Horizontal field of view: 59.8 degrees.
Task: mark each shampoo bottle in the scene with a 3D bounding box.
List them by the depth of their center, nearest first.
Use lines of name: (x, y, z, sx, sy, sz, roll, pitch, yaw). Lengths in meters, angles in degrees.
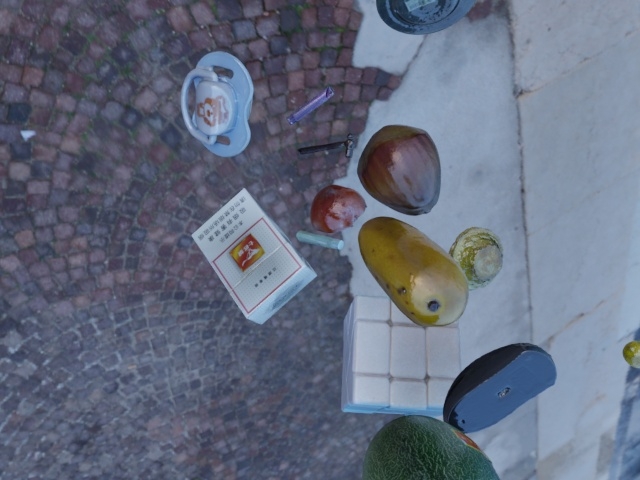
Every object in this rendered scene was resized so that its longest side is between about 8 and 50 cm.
shampoo bottle: (0.000, 0.000, 2.024, 0.069, 0.191, 0.041, 30, 77, -49)

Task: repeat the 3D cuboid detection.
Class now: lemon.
lemon: (0.734, 0.264, 1.282, 0.083, 0.062, 0.062, 32, 106, -25)

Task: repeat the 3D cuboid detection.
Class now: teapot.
teapot: (0.242, -0.678, 1.306, 0.240, 0.239, 0.321, -4, 158, 4)

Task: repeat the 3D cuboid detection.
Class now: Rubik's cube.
Rubik's cube: (0.235, 0.361, 1.699, 0.316, 0.318, 0.321, 5, 158, -4)

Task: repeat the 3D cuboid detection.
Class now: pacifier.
pacifier: (-0.253, -0.377, 1.522, 0.207, 0.228, 0.278, -30, 135, -50)

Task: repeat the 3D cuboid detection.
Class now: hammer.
hammer: (0.010, -0.243, 1.480, 0.021, 0.179, 0.065, 13, 77, -59)

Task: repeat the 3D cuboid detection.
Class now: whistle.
whistle: (-0.032, -0.426, 1.763, 0.177, 0.033, 0.033, -33, 136, 13)

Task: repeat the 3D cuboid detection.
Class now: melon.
melon: (0.154, 0.349, 0.748, 0.183, 0.287, 0.182, -2, 103, -8)

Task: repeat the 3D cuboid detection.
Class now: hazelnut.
hazelnut: (0.184, -0.159, 1.233, 0.210, 0.210, 0.186, 25, 78, -41)

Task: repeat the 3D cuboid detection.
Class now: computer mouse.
computer mouse: (0.375, 0.310, 1.206, 0.270, 0.086, 0.137, -41, 115, 15)

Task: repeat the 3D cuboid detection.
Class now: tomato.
tomato: (0.046, -0.129, 2.054, 0.228, 0.199, 0.112, -7, 135, 28)

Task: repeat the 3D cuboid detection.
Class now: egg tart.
egg tart: (0.561, 0.070, 1.970, 0.241, 0.106, 0.240, -6, 105, -23)

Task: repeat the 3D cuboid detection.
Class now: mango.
mango: (0.134, 0.042, 0.835, 0.147, 0.227, 0.109, 20, 112, -37)

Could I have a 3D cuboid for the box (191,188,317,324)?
box: (-0.188, 0.040, 1.544, 0.210, 0.330, 0.095, -41, 151, 3)
